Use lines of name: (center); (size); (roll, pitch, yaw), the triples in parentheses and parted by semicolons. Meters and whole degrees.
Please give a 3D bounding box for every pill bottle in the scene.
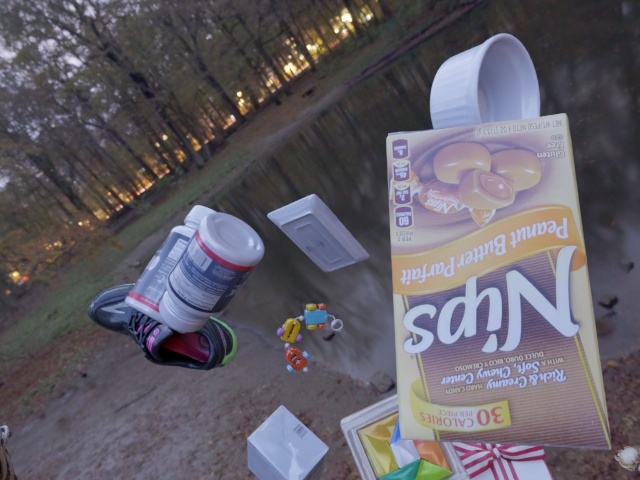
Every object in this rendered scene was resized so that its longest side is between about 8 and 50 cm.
pill bottle: (-0.176, 0.055, 0.692); (0.180, 0.108, 0.108); (-51, 12, 25)
pill bottle: (-0.326, 0.066, 1.079); (0.161, 0.161, 0.283); (-6, 52, 57)

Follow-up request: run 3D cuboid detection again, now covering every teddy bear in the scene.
teddy bear: (1.096, 0.666, 1.362); (0.338, 0.113, 0.245); (-4, -20, -27)

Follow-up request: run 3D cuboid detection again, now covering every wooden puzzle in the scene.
wooden puzzle: (0.187, 0.476, 1.004); (0.221, 0.044, 0.239); (-23, 60, -5)

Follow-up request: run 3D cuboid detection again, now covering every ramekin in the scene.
ramekin: (0.379, -0.313, 1.024); (0.135, 0.277, 0.277); (5, 45, 51)

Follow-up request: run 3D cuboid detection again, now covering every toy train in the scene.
toy train: (-0.034, 0.221, 1.036); (0.166, 0.125, 0.046); (-42, 17, -9)

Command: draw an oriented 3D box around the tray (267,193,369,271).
tray: (0.000, 0.000, 1.114); (0.145, 0.270, 0.030); (-20, 44, 27)

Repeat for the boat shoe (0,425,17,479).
boat shoe: (-0.426, 0.250, 0.506); (0.355, 0.130, 0.132); (-38, 58, 37)

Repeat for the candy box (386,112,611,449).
candy box: (0.170, 0.039, 0.467); (0.183, 0.316, 0.087); (-4, -13, 15)

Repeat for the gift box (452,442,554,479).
gift box: (0.467, 0.581, 1.240); (0.255, 0.258, 0.276); (-26, 60, 6)

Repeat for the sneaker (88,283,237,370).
sneaker: (-0.492, 0.263, 1.358); (0.202, 0.482, 0.185); (-8, -64, -85)

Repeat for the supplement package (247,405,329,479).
supplement package: (-0.100, 0.649, 1.320); (0.194, 0.203, 0.149); (34, 48, 26)
